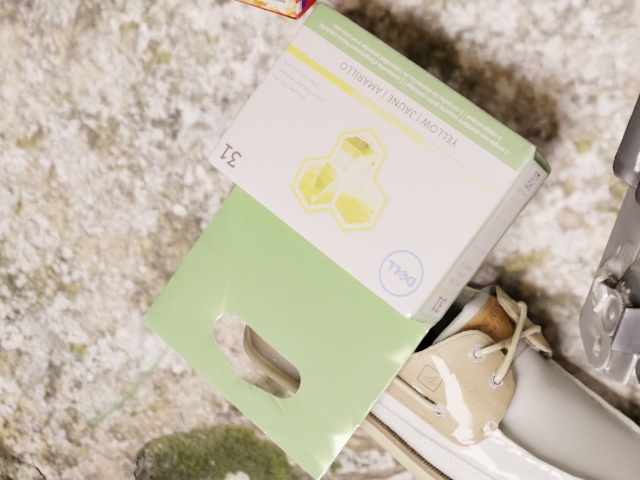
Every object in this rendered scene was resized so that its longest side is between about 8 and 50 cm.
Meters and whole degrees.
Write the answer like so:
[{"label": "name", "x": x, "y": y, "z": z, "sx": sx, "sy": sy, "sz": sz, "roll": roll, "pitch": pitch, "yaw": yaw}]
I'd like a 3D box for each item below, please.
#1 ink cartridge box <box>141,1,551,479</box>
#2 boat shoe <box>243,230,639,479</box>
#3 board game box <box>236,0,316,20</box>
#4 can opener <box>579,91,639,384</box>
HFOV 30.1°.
[{"label": "ink cartridge box", "x": 0.000, "y": 0.000, "z": 0.714, "sx": 0.171, "sy": 0.056, "sz": 0.235, "roll": 39, "pitch": 95, "yaw": 24}, {"label": "boat shoe", "x": 0.088, "y": 0.084, "z": 0.743, "sx": 0.302, "sy": 0.113, "sz": 0.103, "roll": 25, "pitch": 124, "yaw": 16}, {"label": "board game box", "x": -0.088, "y": -0.230, "z": 0.722, "sx": 0.193, "sy": 0.045, "sz": 0.147, "roll": 20, "pitch": 135, "yaw": 17}, {"label": "can opener", "x": 0.220, "y": -0.040, "z": 0.671, "sx": 0.095, "sy": 0.076, "sz": 0.283, "roll": 9, "pitch": 117, "yaw": -13}]
